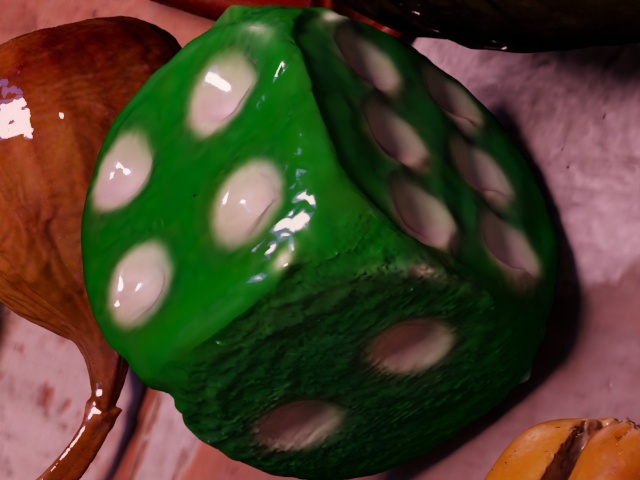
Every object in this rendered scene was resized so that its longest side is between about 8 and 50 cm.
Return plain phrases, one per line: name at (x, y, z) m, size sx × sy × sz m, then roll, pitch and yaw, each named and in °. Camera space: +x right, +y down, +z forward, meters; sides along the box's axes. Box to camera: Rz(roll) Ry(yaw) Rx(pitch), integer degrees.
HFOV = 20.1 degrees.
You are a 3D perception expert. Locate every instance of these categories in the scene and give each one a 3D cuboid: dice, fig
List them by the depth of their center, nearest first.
dice at (0.000, 0.000, 0.640) m, size 0.120 × 0.131 × 0.128 m, roll -40°, pitch 43°, yaw 29°
fig at (-0.102, 0.006, 0.786) m, size 0.146 × 0.134 × 0.201 m, roll 134°, pitch 124°, yaw -67°

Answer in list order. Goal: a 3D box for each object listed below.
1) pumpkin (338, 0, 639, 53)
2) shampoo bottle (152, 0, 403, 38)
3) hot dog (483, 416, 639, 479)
pumpkin at (0.087, -0.213, 0.592) m, size 0.320 × 0.192 × 0.320 m, roll -17°, pitch 61°, yaw 35°
shampoo bottle at (-0.043, -0.151, 0.825) m, size 0.260 × 0.064 × 0.102 m, roll 25°, pitch 88°, yaw 53°
hot dog at (0.051, 0.170, 0.520) m, size 0.076 × 0.102 × 0.249 m, roll 139°, pitch 156°, yaw -87°
